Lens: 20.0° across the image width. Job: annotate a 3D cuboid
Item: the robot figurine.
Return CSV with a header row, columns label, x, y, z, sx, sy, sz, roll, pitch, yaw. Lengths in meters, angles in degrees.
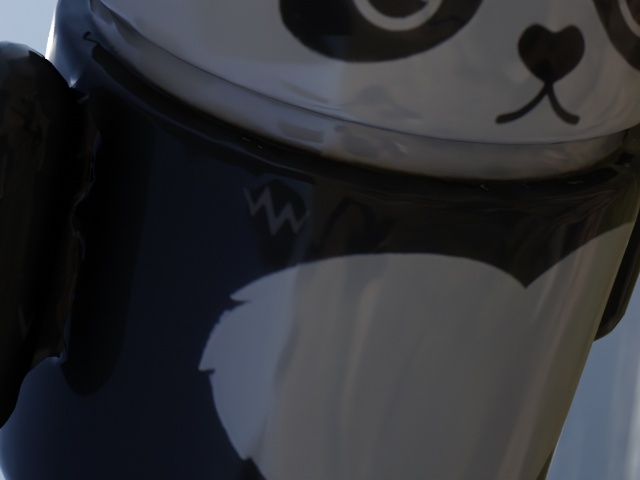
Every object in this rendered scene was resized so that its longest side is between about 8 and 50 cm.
label,x,y,z,sx,sy,sz,roll,pitch,yaw
robot figurine,0.000,0.001,0.520,0.209,0.173,0.278,-51,-22,-61
